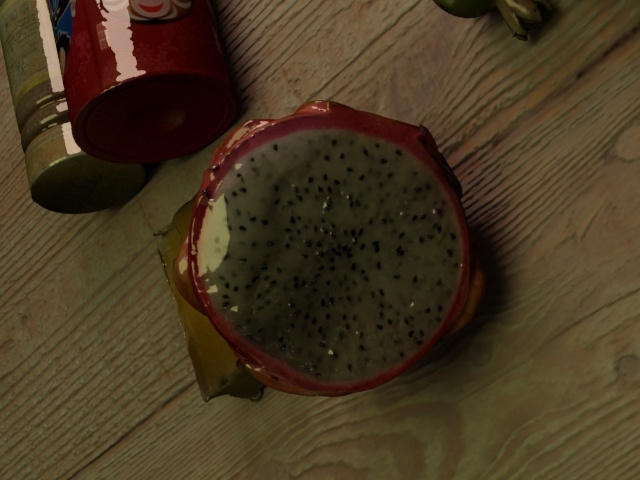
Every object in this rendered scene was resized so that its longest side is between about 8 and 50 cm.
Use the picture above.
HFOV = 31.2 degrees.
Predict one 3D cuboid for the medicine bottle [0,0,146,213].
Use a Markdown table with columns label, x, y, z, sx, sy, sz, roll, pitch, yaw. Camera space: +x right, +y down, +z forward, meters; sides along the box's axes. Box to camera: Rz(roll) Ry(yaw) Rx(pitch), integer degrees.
| label | x | y | z | sx | sy | sz | roll | pitch | yaw |
| --- | --- | --- | --- | --- | --- | --- | --- | --- | --- |
| medicine bottle | -0.343 | -0.211 | 1.554 | 0.151 | 0.151 | 0.322 | -36 | 59 | 36 |

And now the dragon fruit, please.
| label | x | y | z | sx | sy | sz | roll | pitch | yaw |
| --- | --- | --- | --- | --- | --- | --- | --- | --- | --- |
| dragon fruit | 0.000 | 0.000 | 1.113 | 0.189 | 0.291 | 0.290 | -164 | 84 | -80 |

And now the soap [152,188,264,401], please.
| label | x | y | z | sx | sy | sz | roll | pitch | yaw |
| --- | --- | --- | --- | --- | --- | --- | --- | --- | --- |
| soap | -0.106 | 0.059 | 1.329 | 0.135 | 0.076 | 0.233 | -44 | 57 | 33 |

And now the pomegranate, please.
| label | x | y | z | sx | sy | sz | roll | pitch | yaw |
| --- | --- | --- | --- | --- | --- | --- | --- | --- | --- |
| pomegranate | 0.161 | -0.254 | 1.092 | 0.142 | 0.114 | 0.114 | 47 | 119 | 11 |

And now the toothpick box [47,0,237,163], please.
| label | x | y | z | sx | sy | sz | roll | pitch | yaw |
| --- | --- | --- | --- | --- | --- | --- | --- | --- | --- |
| toothpick box | -0.236 | -0.287 | 1.423 | 0.204 | 0.204 | 0.333 | -34 | 60 | 37 |
